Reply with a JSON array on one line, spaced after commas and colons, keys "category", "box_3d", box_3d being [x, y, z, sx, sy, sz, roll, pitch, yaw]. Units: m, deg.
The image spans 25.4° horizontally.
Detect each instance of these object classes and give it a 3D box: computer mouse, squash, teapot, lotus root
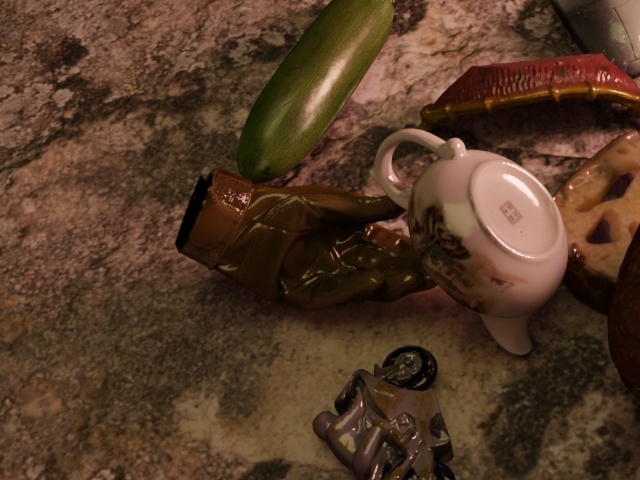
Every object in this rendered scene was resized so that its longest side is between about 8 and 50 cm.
[{"category": "computer mouse", "box_3d": [0.391, -0.314, 1.949, 0.113, 0.068, 0.229, -18, 50, -4]}, {"category": "squash", "box_3d": [0.003, -0.233, 1.944, 0.107, 0.107, 0.395, 19, 57, 25]}, {"category": "teapot", "box_3d": [0.180, -0.013, 1.637, 0.204, 0.139, 0.298, -25, 78, -42]}, {"category": "lotus root", "box_3d": [0.355, -0.011, 1.712, 0.170, 0.074, 0.260, -19, 49, 0]}]

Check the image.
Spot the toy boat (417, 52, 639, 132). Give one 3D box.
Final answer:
[{"category": "toy boat", "box_3d": [0.283, -0.192, 1.861, 0.318, 0.099, 0.141, -2, 10, 11]}]

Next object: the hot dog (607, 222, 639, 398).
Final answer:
[{"category": "hot dog", "box_3d": [0.453, 0.075, 1.510, 0.267, 0.174, 0.387, 25, 53, 0]}]

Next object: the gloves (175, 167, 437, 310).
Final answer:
[{"category": "gloves", "box_3d": [-0.005, 0.007, 1.723, 0.331, 0.141, 0.154, 16, 53, -3]}]

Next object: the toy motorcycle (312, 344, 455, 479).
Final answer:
[{"category": "toy motorcycle", "box_3d": [0.067, 0.216, 1.588, 0.152, 0.073, 0.225, -11, 49, 5]}]
